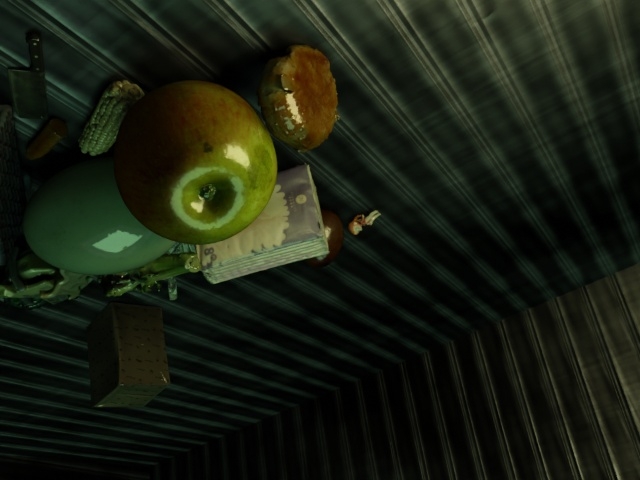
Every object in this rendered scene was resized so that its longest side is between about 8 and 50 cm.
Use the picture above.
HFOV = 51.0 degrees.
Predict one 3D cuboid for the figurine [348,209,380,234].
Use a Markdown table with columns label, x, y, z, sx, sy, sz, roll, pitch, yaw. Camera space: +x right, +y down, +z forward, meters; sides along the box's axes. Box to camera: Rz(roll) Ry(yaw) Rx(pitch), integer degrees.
| label | x | y | z | sx | sy | sz | roll | pitch | yaw |
| --- | --- | --- | --- | --- | --- | --- | --- | --- | --- |
| figurine | 0.135 | -0.060 | 2.064 | 0.109 | 0.047 | 0.064 | -33 | 138 | 16 |

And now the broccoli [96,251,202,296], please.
| label | x | y | z | sx | sy | sz | roll | pitch | yaw |
| --- | --- | --- | --- | --- | --- | --- | --- | --- | --- |
| broccoli | -0.433 | 0.064 | 1.722 | 0.304 | 0.145 | 0.165 | -5 | 179 | 29 |

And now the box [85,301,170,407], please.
| label | x | y | z | sx | sy | sz | roll | pitch | yaw |
| --- | --- | --- | --- | --- | --- | --- | --- | --- | --- |
| box | -0.653 | 0.390 | 2.271 | 0.190 | 0.297 | 0.225 | 10 | 143 | -39 |

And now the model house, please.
| label | x | y | z | sx | sy | sz | roll | pitch | yaw |
| --- | --- | --- | --- | --- | --- | --- | --- | --- | --- |
| model house | -0.770 | -0.135 | 1.412 | 0.297 | 0.339 | 0.360 | 28 | 135 | 14 |

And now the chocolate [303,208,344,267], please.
| label | x | y | z | sx | sy | sz | roll | pitch | yaw |
| --- | --- | --- | --- | --- | --- | --- | --- | --- | --- |
| chocolate | 0.000 | 0.000 | 1.999 | 0.177 | 0.176 | 0.177 | -10 | 150 | -6 |

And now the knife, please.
| label | x | y | z | sx | sy | sz | roll | pitch | yaw |
| --- | --- | --- | --- | --- | --- | --- | --- | --- | --- |
| knife | -0.593 | -0.325 | 1.357 | 0.072 | 0.019 | 0.245 | 0 | 149 | -20 |

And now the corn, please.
| label | x | y | z | sx | sy | sz | roll | pitch | yaw |
| --- | --- | --- | --- | --- | --- | --- | --- | --- | --- |
| corn | -0.453 | -0.264 | 1.458 | 0.087 | 0.087 | 0.211 | 12 | 145 | -36 |

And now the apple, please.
| label | x | y | z | sx | sy | sz | roll | pitch | yaw |
| --- | --- | --- | --- | --- | --- | --- | --- | --- | --- |
| apple | -0.253 | -0.151 | 1.381 | 0.340 | 0.339 | 0.339 | -10 | 150 | -6 |

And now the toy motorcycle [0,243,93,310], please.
| label | x | y | z | sx | sy | sz | roll | pitch | yaw |
| --- | --- | --- | --- | --- | --- | --- | --- | --- | --- |
| toy motorcycle | -0.726 | 0.064 | 1.818 | 0.410 | 0.168 | 0.237 | -31 | 155 | 11 |

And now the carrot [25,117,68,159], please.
| label | x | y | z | sx | sy | sz | roll | pitch | yaw |
| --- | --- | --- | --- | --- | --- | --- | --- | --- | --- |
| carrot | -0.618 | -0.218 | 1.501 | 0.139 | 0.048 | 0.048 | -32 | 145 | 33 |

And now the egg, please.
| label | x | y | z | sx | sy | sz | roll | pitch | yaw |
| --- | --- | --- | --- | --- | --- | --- | --- | --- | --- |
| egg | -0.501 | -0.058 | 1.585 | 0.389 | 0.276 | 0.276 | -14 | 150 | -5 |

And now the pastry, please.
| label | x | y | z | sx | sy | sz | roll | pitch | yaw |
| --- | --- | --- | --- | --- | --- | --- | --- | --- | --- |
| pastry | -0.043 | -0.300 | 1.433 | 0.100 | 0.229 | 0.218 | -1 | -157 | 36 |

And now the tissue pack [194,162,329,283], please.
| label | x | y | z | sx | sy | sz | roll | pitch | yaw |
| --- | --- | --- | --- | --- | --- | --- | --- | --- | --- |
| tissue pack | -0.167 | -0.044 | 1.775 | 0.344 | 0.242 | 0.125 | -14 | 151 | 3 |

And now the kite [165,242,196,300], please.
| label | x | y | z | sx | sy | sz | roll | pitch | yaw |
| --- | --- | --- | --- | --- | --- | --- | --- | --- | --- |
| kite | -0.429 | 0.035 | 1.888 | 0.335 | 0.011 | 0.314 | -8 | 119 | -24 |
